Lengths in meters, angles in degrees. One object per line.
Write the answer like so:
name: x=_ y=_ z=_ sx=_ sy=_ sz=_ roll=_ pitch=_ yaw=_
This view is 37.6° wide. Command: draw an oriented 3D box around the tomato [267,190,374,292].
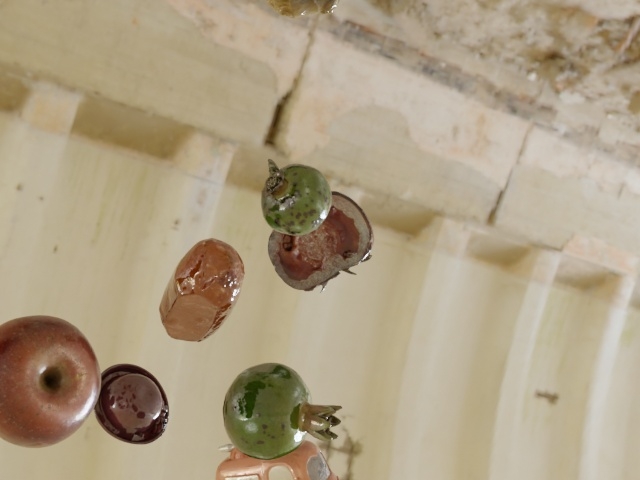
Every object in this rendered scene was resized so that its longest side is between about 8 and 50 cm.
tomato: x=0.000 y=0.000 z=1.938 sx=0.214 sy=0.180 sz=0.155 roll=-26 pitch=-176 yaw=1

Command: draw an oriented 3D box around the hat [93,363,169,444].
hat: x=-0.432 y=0.375 z=2.188 sx=0.205 sy=0.205 sz=0.089 roll=15 pitch=143 yaw=-36

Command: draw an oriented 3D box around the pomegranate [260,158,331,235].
pomegranate: x=-0.049 y=-0.074 z=1.507 sx=0.122 sy=0.122 sz=0.161 roll=20 pitch=167 yaw=37

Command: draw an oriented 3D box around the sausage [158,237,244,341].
sausage: x=-0.204 y=0.088 z=1.632 sx=0.133 sy=0.133 sz=0.258 roll=17 pitch=145 yaw=-12

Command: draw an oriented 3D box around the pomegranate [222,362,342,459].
pomegranate: x=-0.071 y=0.324 z=1.763 sx=0.225 sy=0.187 sz=0.187 roll=4 pitch=178 yaw=23

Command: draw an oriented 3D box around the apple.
apple: x=-0.431 y=0.211 z=1.405 sx=0.162 sy=0.201 sz=0.201 roll=-9 pitch=163 yaw=43

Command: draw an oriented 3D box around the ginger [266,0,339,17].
ginger: x=-0.019 y=-0.458 z=1.716 sx=0.190 sy=0.095 sz=0.069 roll=-21 pitch=-151 yaw=-25

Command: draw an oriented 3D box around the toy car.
toy car: x=-0.091 y=0.508 z=1.952 sx=0.271 sy=0.212 sz=0.180 roll=-11 pitch=-178 yaw=18
